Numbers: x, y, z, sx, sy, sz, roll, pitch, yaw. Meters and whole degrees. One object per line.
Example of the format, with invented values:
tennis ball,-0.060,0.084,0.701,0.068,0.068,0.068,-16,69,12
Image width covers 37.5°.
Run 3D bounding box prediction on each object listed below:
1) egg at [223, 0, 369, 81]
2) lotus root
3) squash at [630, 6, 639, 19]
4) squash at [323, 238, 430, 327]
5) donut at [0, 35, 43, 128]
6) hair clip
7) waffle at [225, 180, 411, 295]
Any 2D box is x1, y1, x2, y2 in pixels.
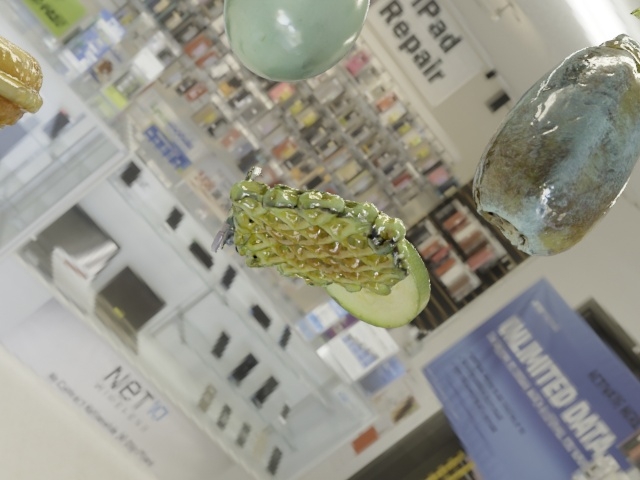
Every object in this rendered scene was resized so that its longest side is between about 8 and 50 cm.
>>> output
egg,-0.032,-0.347,1.364,0.203,0.203,0.283,49,43,-23
lotus root,0.299,-0.130,1.084,0.158,0.322,0.140,34,-16,4
squash,0.645,-0.366,1.452,0.204,0.155,0.237,2,34,-22
squash,0.089,0.058,1.736,0.252,0.049,0.252,27,-39,24
donut,-0.795,-0.388,1.983,0.449,0.198,0.449,28,-2,1
hair clip,-0.149,-0.055,1.746,0.056,0.146,0.187,19,48,-12
waffle,0.000,0.000,1.474,0.297,0.073,0.317,13,-22,7
